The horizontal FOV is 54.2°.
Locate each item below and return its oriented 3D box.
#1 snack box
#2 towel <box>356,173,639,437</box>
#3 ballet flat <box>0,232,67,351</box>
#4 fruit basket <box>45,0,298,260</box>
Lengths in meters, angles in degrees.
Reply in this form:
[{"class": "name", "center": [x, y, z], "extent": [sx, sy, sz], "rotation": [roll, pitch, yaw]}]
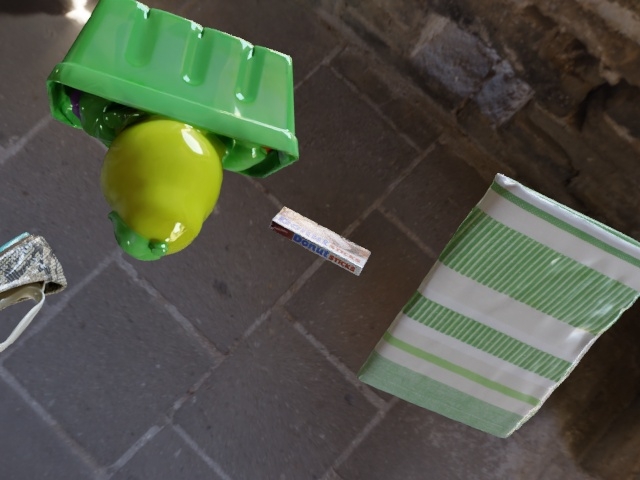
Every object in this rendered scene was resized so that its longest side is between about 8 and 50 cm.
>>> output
[{"class": "snack box", "center": [0.000, 0.000, 1.110], "extent": [0.178, 0.064, 0.022], "rotation": [28, 122, 5]}, {"class": "towel", "center": [0.230, 0.099, 0.786], "extent": [0.248, 0.038, 0.324], "rotation": [24, 115, -12]}, {"class": "ballet flat", "center": [-0.659, 0.142, 1.142], "extent": [0.182, 0.164, 0.483], "rotation": [52, 34, -2]}, {"class": "fruit basket", "center": [-0.230, -0.142, 0.956], "extent": [0.392, 0.283, 0.391], "rotation": [1, 87, -21]}]
